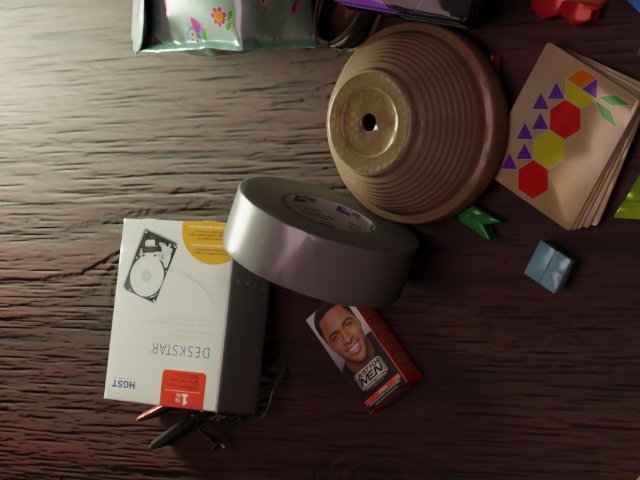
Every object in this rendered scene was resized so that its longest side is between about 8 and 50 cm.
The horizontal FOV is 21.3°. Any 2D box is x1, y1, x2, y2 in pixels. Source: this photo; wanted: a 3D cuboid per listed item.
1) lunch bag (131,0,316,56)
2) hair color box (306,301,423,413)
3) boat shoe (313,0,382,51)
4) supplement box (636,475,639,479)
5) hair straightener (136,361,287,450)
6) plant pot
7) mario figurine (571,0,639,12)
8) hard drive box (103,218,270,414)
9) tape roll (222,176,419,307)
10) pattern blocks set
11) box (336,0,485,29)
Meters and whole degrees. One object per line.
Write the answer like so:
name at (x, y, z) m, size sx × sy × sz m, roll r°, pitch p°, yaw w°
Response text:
lunch bag at (-0.144, -0.335, 2.063) m, size 0.262 × 0.160 × 0.223 m, roll 7°, pitch 101°, yaw 42°
hair color box at (0.053, 0.130, 2.047) m, size 0.072 × 0.043 × 0.141 m, roll -44°, pitch 71°, yaw 28°
boat shoe at (0.051, -0.333, 1.989) m, size 0.084 × 0.079 × 0.233 m, roll 26°, pitch 106°, yaw 29°
supplement box at (0.409, 0.237, 1.820) m, size 0.078 × 0.080 × 0.233 m, roll 44°, pitch 113°, yaw 22°
hair straightener at (-0.130, 0.221, 2.174) m, size 0.230 × 0.047 × 0.089 m, roll -28°, pitch 80°, yaw 26°
plant pot at (0.088, -0.135, 1.949) m, size 0.237 × 0.109 × 0.237 m, roll 1°, pitch 92°, yaw 38°
mario figurine at (0.331, -0.303, 1.747) m, size 0.320 × 0.198 × 0.170 m, roll 34°, pitch 116°, yaw 15°
hard drive box at (-0.162, 0.094, 2.124) m, size 0.181 × 0.089 × 0.232 m, roll 2°, pitch 84°, yaw 32°
tape roll at (0.000, 0.000, 1.965) m, size 0.219 × 0.219 × 0.072 m, roll 26°, pitch 108°, yaw 27°
pattern blocks set at (0.275, -0.120, 1.893) m, size 0.285 × 0.026 × 0.325 m, roll 46°, pitch 117°, yaw 25°
box at (0.115, -0.380, 1.871) m, size 0.165 × 0.143 × 0.270 m, roll 11°, pitch 95°, yaw 10°
